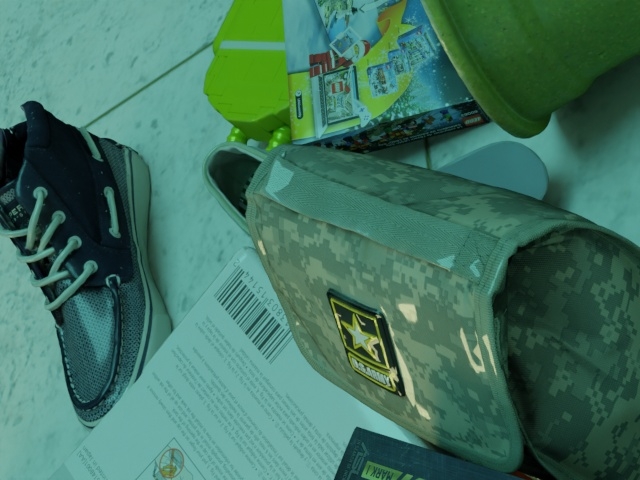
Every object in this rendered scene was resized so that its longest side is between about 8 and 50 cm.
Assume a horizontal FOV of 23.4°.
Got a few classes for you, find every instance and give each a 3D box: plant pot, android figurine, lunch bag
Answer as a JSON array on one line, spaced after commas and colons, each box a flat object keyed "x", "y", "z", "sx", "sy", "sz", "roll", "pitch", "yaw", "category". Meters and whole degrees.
[{"x": 0.214, "y": -0.243, "z": 1.086, "sx": 0.254, "sy": 0.276, "sz": 0.276, "roll": -20, "pitch": 52, "yaw": 23, "category": "plant pot"}, {"x": -0.011, "y": -0.196, "z": 1.422, "sx": 0.248, "sy": 0.056, "sz": 0.272, "roll": 8, "pitch": 70, "yaw": 47, "category": "android figurine"}, {"x": 0.104, "y": 0.049, "z": 0.966, "sx": 0.235, "sy": 0.287, "sz": 0.169, "roll": 24, "pitch": 84, "yaw": 50, "category": "lunch bag"}]

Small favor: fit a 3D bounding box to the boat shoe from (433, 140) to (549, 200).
[{"x": 0.059, "y": -0.012, "z": 1.136, "sx": 0.080, "sy": 0.229, "sz": 0.076, "roll": 62, "pitch": 158, "yaw": 13, "category": "boat shoe"}]

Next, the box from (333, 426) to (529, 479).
[{"x": 0.144, "y": 0.183, "z": 0.880, "sx": 0.183, "sy": 0.233, "sz": 0.059, "roll": 9, "pitch": 75, "yaw": 48, "category": "box"}]

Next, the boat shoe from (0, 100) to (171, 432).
[{"x": -0.242, "y": 0.022, "z": 1.448, "sx": 0.127, "sy": 0.158, "sz": 0.340, "roll": -37, "pitch": 44, "yaw": 25, "category": "boat shoe"}]

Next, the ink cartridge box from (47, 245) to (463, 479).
[{"x": -0.045, "y": 0.193, "z": 1.152, "sx": 0.261, "sy": 0.066, "sz": 0.296, "roll": -50, "pitch": 54, "yaw": 10, "category": "ink cartridge box"}]

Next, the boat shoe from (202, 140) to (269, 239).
[{"x": 0.000, "y": 0.000, "z": 1.256, "sx": 0.302, "sy": 0.094, "sz": 0.109, "roll": 27, "pitch": 87, "yaw": 50, "category": "boat shoe"}]

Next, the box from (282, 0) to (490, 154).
[{"x": 0.049, "y": -0.189, "z": 1.303, "sx": 0.159, "sy": 0.044, "sz": 0.233, "roll": -13, "pitch": 64, "yaw": 18, "category": "box"}]
